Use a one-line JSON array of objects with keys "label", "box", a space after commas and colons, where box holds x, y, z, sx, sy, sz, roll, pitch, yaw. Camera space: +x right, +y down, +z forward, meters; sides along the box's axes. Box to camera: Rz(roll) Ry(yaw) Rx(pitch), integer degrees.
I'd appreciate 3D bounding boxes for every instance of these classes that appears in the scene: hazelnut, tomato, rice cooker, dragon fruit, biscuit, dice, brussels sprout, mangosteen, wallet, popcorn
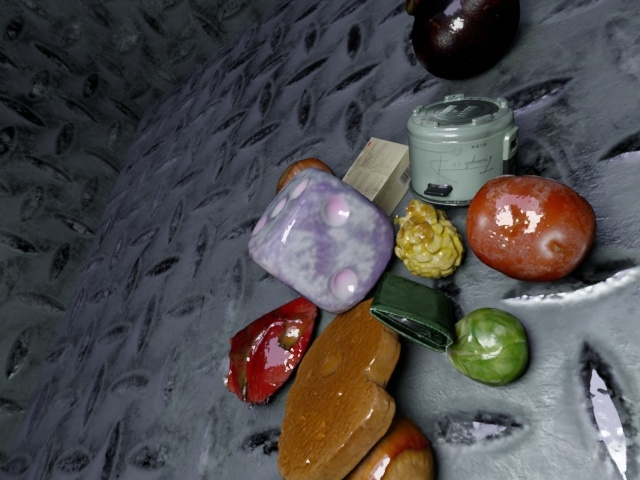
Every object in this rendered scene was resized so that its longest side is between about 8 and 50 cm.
[{"label": "hazelnut", "box": [-0.037, -0.147, 1.365, 0.214, 0.176, 0.215, 14, 110, 43]}, {"label": "tomato", "box": [0.389, -0.019, 0.836, 0.232, 0.231, 0.189, 27, 99, 49]}, {"label": "rice cooker", "box": [0.316, -0.190, 0.998, 0.241, 0.227, 0.280, 12, 39, 34]}, {"label": "dragon fruit", "box": [-0.153, 0.291, 1.182, 0.343, 0.100, 0.282, -34, 39, 25]}, {"label": "biscuit", "box": [0.038, 0.296, 0.930, 0.349, 0.078, 0.455, -40, 17, 32]}, {"label": "dice", "box": [0.000, 0.000, 1.094, 0.271, 0.270, 0.270, -55, 20, -4]}, {"label": "hazelnut", "box": [0.129, 0.415, 0.812, 0.182, 0.182, 0.182, -24, 48, 30]}, {"label": "brussels sprout", "box": [0.310, 0.195, 0.827, 0.155, 0.117, 0.155, -18, 56, 28]}, {"label": "mangosteen", "box": [0.376, -0.597, 1.177, 0.296, 0.313, 0.297, -21, 42, 20]}, {"label": "wallet", "box": [0.185, 0.133, 0.887, 0.160, 0.236, 0.055, 25, 106, 8]}, {"label": "popcorn", "box": [0.242, -0.002, 0.997, 0.180, 0.170, 0.180, 16, -90, -89]}]

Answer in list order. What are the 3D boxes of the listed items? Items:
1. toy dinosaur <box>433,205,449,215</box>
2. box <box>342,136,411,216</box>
[{"label": "toy dinosaur", "box": [0.287, -0.071, 1.104, 0.083, 0.030, 0.047, -43, 40, 11]}, {"label": "box", "box": [0.159, -0.170, 1.247, 0.212, 0.095, 0.168, -55, 42, -3]}]
